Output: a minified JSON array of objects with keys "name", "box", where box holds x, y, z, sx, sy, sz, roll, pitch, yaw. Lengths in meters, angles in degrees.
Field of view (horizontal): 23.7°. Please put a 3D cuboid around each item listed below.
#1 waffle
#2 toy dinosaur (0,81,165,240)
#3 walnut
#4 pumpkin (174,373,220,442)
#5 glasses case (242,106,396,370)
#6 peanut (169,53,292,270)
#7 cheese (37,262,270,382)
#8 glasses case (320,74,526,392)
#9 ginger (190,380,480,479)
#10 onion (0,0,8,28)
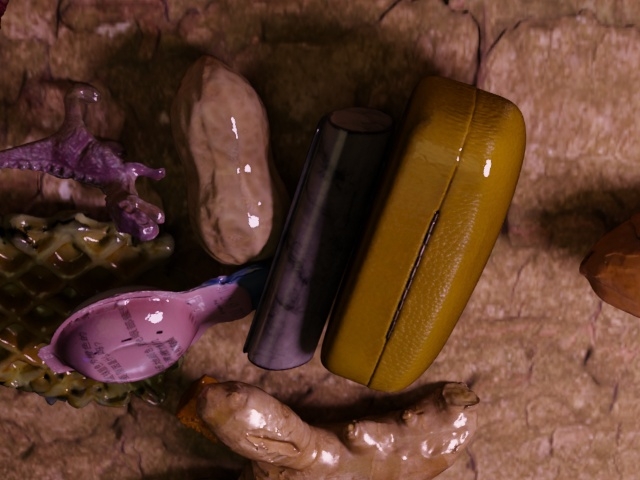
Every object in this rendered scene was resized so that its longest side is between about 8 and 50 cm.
[{"name":"waffle","box":[-0.305,0.080,1.817,0.317,0.073,0.297,3,128,-2]},{"name":"toy dinosaur","box":[-0.278,-0.089,1.632,0.251,0.200,0.072,28,125,-12]},{"name":"walnut","box":[0.402,0.028,1.637,0.245,0.137,0.137,3,122,2]},{"name":"pumpkin","box":[-0.131,0.203,1.875,0.074,0.054,0.083,35,141,-9]},{"name":"glasses case","box":[0.000,0.000,1.672,0.060,0.114,0.299,31,116,26]},{"name":"peanut","box":[-0.098,-0.076,1.657,0.123,0.123,0.256,-6,123,12]},{"name":"cheese","box":[-0.180,0.093,1.724,0.286,0.074,0.189,-21,152,6]},{"name":"glasses case","box":[0.116,-0.005,1.635,0.141,0.173,0.371,19,125,-2]},{"name":"ginger","box":[-0.001,0.288,1.864,0.348,0.122,0.363,6,136,-11]},{"name":"onion","box":[-0.460,-0.220,1.557,0.230,0.256,0.272,36,105,-29]}]
